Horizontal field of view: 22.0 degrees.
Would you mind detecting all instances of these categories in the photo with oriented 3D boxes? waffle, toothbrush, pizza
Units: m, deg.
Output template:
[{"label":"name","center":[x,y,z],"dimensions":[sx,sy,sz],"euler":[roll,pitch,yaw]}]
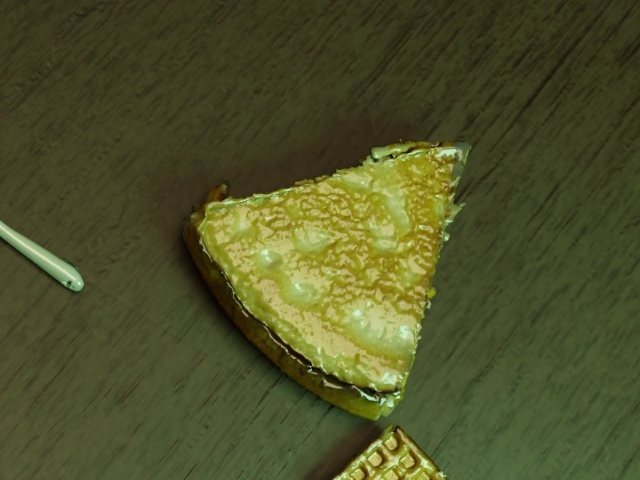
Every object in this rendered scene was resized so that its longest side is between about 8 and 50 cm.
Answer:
[{"label":"waffle","center":[0.078,0.253,1.509],"dimensions":[0.102,0.042,0.148],"euler":[-41,88,-21]},{"label":"toothbrush","center":[-0.319,-0.039,1.498],"dimensions":[0.263,0.022,0.026],"euler":[37,54,-2]},{"label":"pizza","center":[0.000,0.000,1.547],"dimensions":[0.251,0.074,0.288],"euler":[24,68,-8]}]
